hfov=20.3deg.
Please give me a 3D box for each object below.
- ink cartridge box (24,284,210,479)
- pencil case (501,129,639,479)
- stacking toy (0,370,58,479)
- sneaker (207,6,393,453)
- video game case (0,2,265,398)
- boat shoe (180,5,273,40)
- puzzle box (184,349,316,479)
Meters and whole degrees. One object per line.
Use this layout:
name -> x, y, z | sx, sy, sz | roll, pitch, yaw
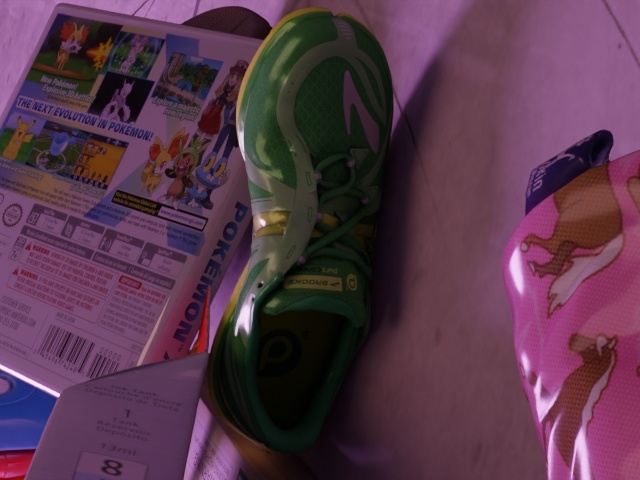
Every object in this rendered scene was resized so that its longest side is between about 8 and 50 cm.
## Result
ink cartridge box -> -0.145, 0.218, 1.102 | 0.385, 0.091, 0.308 | -91, 14, -72
pencil case -> 0.159, 0.138, 0.579 | 0.160, 0.167, 0.386 | -22, 50, 21
stacking toy -> -0.340, 0.277, 1.838 | 0.166, 0.175, 0.302 | -121, 32, -61
sneaker -> 0.000, 0.000, 1.144 | 0.123, 0.109, 0.295 | -138, 53, -64
video game case -> -0.171, -0.031, 1.379 | 0.329, 0.036, 0.300 | 17, 80, 49
boat shoe -> -0.134, -0.046, 1.469 | 0.324, 0.116, 0.123 | -52, 41, 7
puzzle box -> -0.076, 0.266, 1.256 | 0.409, 0.052, 0.272 | -138, 62, -66
